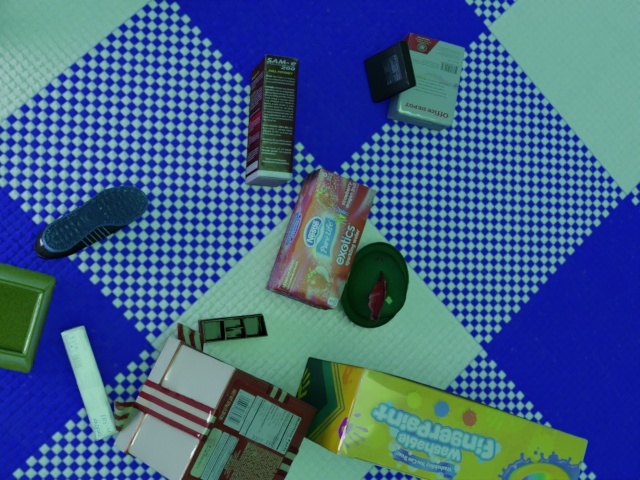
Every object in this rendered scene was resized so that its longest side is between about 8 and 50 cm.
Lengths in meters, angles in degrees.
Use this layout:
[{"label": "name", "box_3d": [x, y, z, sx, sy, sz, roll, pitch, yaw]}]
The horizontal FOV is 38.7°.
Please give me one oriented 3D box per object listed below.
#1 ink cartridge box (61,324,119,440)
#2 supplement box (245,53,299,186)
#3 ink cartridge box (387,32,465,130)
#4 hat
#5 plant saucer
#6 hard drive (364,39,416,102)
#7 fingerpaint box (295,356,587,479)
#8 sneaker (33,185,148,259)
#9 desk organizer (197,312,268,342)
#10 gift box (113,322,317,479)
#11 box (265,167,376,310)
[{"label": "ink cartridge box", "box_3d": [-0.428, 0.260, 1.687, 0.046, 0.097, 0.207, -18, 91, -16]}, {"label": "supplement box", "box_3d": [-0.097, -0.232, 1.799, 0.073, 0.130, 0.239, 4, 86, -16]}, {"label": "ink cartridge box", "box_3d": [0.221, -0.332, 1.925, 0.128, 0.072, 0.175, 13, 83, -15]}, {"label": "hat", "box_3d": [0.152, 0.108, 1.793, 0.173, 0.184, 0.208, 46, 70, -28]}, {"label": "plant saucer", "box_3d": [-0.584, 0.135, 1.650, 0.188, 0.045, 0.188, 18, 81, -33]}, {"label": "hard drive", "box_3d": [0.141, -0.345, 1.871, 0.022, 0.135, 0.094, -12, 90, -31]}, {"label": "fingerpaint box", "box_3d": [0.203, 0.361, 1.718, 0.445, 0.371, 0.163, 20, 81, -13]}, {"label": "sneaker", "box_3d": [-0.437, -0.034, 1.722, 0.232, 0.090, 0.081, -29, 93, -37]}, {"label": "desk organizer", "box_3d": [-0.171, 0.173, 1.790, 0.130, 0.050, 0.047, -5, 88, -16]}, {"label": "gift box", "box_3d": [-0.206, 0.316, 1.650, 0.276, 0.258, 0.255, 40, 72, -36]}, {"label": "box", "box_3d": [0.000, 0.000, 1.813, 0.128, 0.123, 0.256, 22, 81, -13]}]
